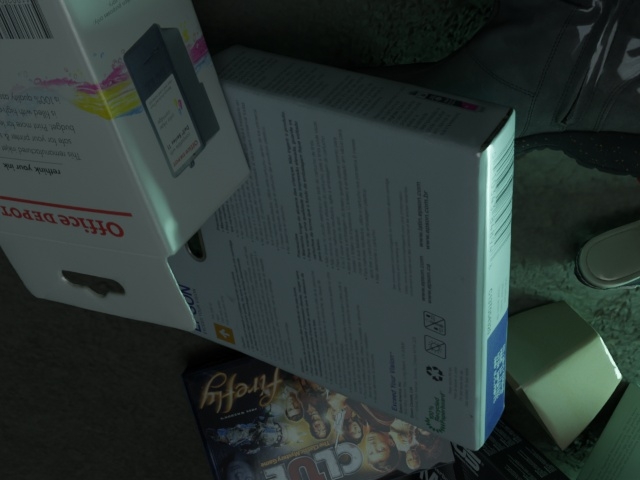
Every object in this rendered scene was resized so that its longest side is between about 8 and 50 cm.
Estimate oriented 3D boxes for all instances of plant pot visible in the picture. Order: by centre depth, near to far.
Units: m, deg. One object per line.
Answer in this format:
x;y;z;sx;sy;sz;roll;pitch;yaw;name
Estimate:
0.243;0.128;1.008;0.096;0.109;0.109;-35;121;2;plant pot

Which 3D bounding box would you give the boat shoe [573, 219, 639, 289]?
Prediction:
0.350;0.004;0.974;0.206;0.075;0.065;-15;167;-3;boat shoe

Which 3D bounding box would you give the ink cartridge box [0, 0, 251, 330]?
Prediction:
-0.188;-0.111;0.731;0.207;0.119;0.353;8;131;32;ink cartridge box

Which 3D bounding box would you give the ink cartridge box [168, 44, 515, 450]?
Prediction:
0.000;0.000;0.832;0.330;0.071;0.324;20;137;27;ink cartridge box

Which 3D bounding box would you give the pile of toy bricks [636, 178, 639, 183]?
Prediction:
0.309;-0.132;0.854;0.105;0.118;0.212;-48;113;-18;pile of toy bricks

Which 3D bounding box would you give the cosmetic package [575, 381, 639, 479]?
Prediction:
0.384;0.305;1.027;0.138;0.224;0.224;28;92;-25;cosmetic package

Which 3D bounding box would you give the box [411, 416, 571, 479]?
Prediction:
0.199;0.313;1.026;0.060;0.270;0.216;-18;130;-28;box

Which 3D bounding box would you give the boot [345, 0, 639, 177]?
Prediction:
0.144;-0.168;0.735;0.338;0.118;0.223;1;133;16;boot

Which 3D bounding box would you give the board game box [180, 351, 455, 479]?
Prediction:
-0.001;0.177;0.999;0.243;0.042;0.165;-17;95;4;board game box
